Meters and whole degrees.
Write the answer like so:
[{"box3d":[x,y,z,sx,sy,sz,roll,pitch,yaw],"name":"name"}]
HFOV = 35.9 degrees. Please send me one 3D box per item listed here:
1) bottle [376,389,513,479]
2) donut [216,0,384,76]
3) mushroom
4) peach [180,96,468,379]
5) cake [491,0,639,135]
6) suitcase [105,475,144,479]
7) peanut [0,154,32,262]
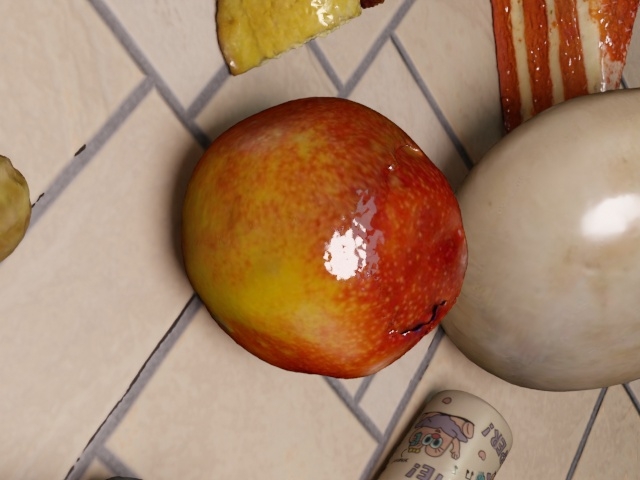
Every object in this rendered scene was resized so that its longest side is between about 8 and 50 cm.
[{"box3d":[0.109,0.252,0.966,0.209,0.110,0.097,-50,129,-36],"name":"bottle"},{"box3d":[0.025,-0.274,0.901,0.295,0.112,0.151,-37,117,-42],"name":"donut"},{"box3d":[0.278,-0.014,1.029,0.362,0.362,0.295,27,33,-42],"name":"mushroom"},{"box3d":[0.000,0.000,0.784,0.231,0.231,0.231,2,87,-46],"name":"peach"},{"box3d":[0.264,-0.262,1.118,0.159,0.158,0.262,33,66,-37],"name":"cake"},{"box3d":[-0.209,0.308,0.578,0.345,0.188,0.339,20,73,-46],"name":"suitcase"},{"box3d":[-0.280,-0.040,0.587,0.226,0.095,0.108,14,62,-41],"name":"peanut"}]
